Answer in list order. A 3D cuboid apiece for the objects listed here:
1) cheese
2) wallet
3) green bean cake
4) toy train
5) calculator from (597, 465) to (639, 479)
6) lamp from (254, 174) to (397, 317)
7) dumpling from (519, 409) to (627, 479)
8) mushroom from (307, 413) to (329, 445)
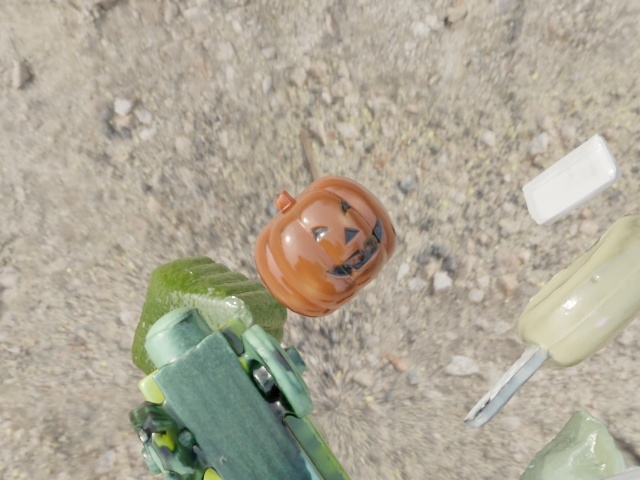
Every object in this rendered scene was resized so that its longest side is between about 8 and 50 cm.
[{"bbox_3d":[0.236,0.078,0.891,0.071,0.163,0.249,46,56,4],"label":"cheese"},{"bbox_3d":[0.436,-0.100,1.658,0.190,0.033,0.095,-40,56,37],"label":"wallet"},{"bbox_3d":[-0.186,0.153,1.543,0.248,0.125,0.222,27,108,33],"label":"green bean cake"},{"bbox_3d":[-0.035,0.264,0.985,0.179,0.272,0.442,-34,87,-7],"label":"toy train"},{"bbox_3d":[0.269,0.237,0.742,0.210,0.039,0.121,-29,56,34],"label":"calculator"},{"bbox_3d":[0.000,0.000,1.218,0.187,0.187,0.164,-42,97,-6],"label":"lamp"},{"bbox_3d":[0.279,0.303,1.078,0.108,0.152,0.219,5,84,7],"label":"dumpling"},{"bbox_3d":[-0.063,0.377,1.675,0.164,0.267,0.189,10,72,14],"label":"mushroom"}]
